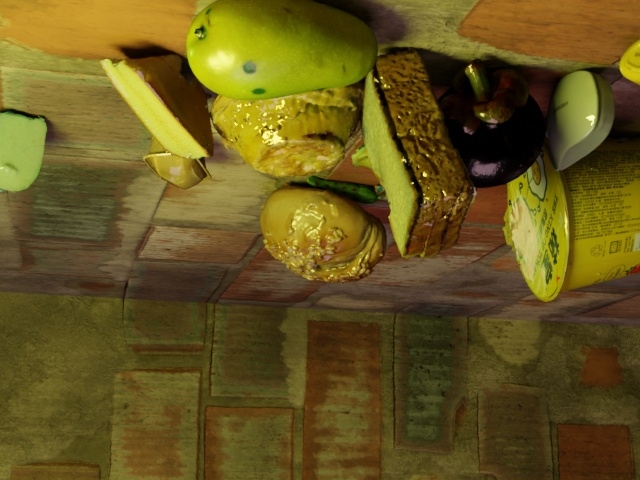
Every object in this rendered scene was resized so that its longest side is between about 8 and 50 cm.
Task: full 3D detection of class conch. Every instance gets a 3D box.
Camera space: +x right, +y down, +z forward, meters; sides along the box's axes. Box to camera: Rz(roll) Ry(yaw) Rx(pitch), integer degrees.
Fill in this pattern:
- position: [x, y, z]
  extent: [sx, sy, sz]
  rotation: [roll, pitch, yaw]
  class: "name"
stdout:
- position: [0.154, -0.160, 2.093]
  extent: [0.201, 0.079, 0.095]
  rotation: [6, 149, 13]
  class: "conch"

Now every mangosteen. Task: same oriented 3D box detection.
- position: [0.267, -0.194, 1.739]
  extent: [0.194, 0.194, 0.230]
  rotation: [0, 141, 4]
  class: "mangosteen"

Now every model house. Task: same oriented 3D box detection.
- position: [-0.598, -0.165, 1.991]
  extent: [0.149, 0.148, 0.119]
  rotation: [6, 178, 45]
  class: "model house"

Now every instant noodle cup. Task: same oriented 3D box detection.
- position: [0.519, -0.059, 2.029]
  extent: [0.254, 0.325, 0.325]
  rotation: [-7, 167, -7]
  class: "instant noodle cup"

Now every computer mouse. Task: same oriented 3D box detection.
- position: [0.411, -0.200, 1.787]
  extent: [0.079, 0.128, 0.231]
  rotation: [2, 163, -10]
  class: "computer mouse"

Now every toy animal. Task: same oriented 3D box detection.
- position: [0.057, -0.107, 2.379]
  extent: [0.217, 0.041, 0.075]
  rotation: [11, 166, -21]
  class: "toy animal"

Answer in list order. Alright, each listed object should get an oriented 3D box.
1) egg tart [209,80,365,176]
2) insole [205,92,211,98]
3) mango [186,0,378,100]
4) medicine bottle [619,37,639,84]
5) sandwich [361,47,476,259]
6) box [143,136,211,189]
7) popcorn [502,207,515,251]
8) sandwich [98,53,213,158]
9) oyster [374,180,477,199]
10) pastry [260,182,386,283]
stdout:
- position: [-0.044, -0.186, 1.793]
  extent: [0.294, 0.123, 0.294]
  rotation: [-9, 160, -3]
  class: "egg tart"
- position: [-0.248, -0.257, 1.840]
  extent: [0.135, 0.002, 0.045]
  rotation: [10, 164, -34]
  class: "insole"
- position: [-0.046, -0.268, 1.509]
  extent: [0.293, 0.143, 0.175]
  rotation: [-2, 171, -30]
  class: "mango"
- position: [0.584, -0.249, 1.677]
  extent: [0.309, 0.076, 0.111]
  rotation: [12, 164, -43]
  class: "medicine bottle"
- position: [0.143, -0.119, 1.702]
  extent: [0.095, 0.273, 0.249]
  rotation: [-13, 155, -10]
  class: "sandwich"
- position: [-0.271, -0.152, 2.067]
  extent: [0.111, 0.111, 0.177]
  rotation: [-1, 167, 8]
  class: "box"
- position: [0.532, -0.041, 2.330]
  extent: [0.206, 0.251, 0.237]
  rotation: [40, -179, -34]
  class: "popcorn"
- position: [-0.252, -0.232, 1.719]
  extent: [0.090, 0.088, 0.244]
  rotation: [-4, 144, 29]
  class: "sandwich"
- position: [0.219, -0.114, 2.247]
  extent: [0.214, 0.083, 0.223]
  rotation: [4, 172, 0]
  class: "oyster"
- position: [0.000, 0.000, 2.406]
  extent: [0.284, 0.184, 0.316]
  rotation: [13, 170, 29]
  class: "pastry"
